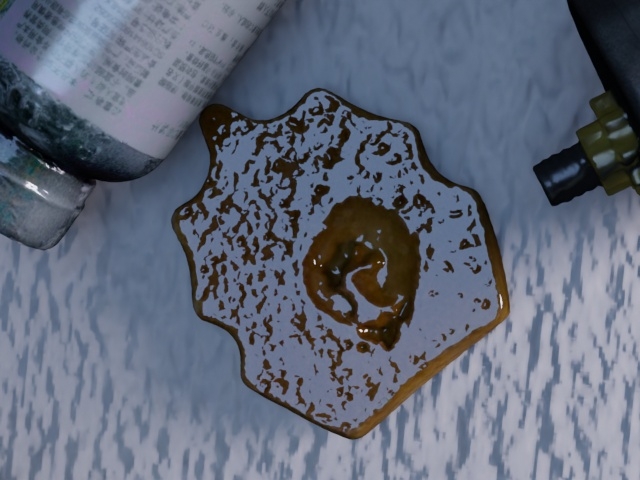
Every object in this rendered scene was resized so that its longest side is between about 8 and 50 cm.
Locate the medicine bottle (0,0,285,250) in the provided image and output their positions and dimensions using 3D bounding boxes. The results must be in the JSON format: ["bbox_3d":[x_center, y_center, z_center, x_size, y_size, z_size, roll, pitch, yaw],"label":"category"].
[{"bbox_3d":[-0.110,-0.136,0.838,0.141,0.141,0.293,39,96,6],"label":"medicine bottle"}]

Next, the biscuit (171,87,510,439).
[{"bbox_3d":[0.000,0.000,0.878,0.182,0.034,0.215,-40,83,7],"label":"biscuit"}]

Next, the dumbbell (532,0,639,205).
[{"bbox_3d":[0.292,-0.114,0.755,0.388,0.185,0.185,-26,87,9],"label":"dumbbell"}]
